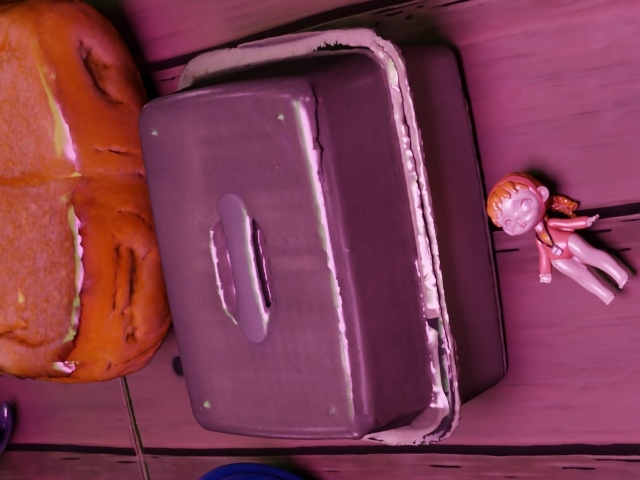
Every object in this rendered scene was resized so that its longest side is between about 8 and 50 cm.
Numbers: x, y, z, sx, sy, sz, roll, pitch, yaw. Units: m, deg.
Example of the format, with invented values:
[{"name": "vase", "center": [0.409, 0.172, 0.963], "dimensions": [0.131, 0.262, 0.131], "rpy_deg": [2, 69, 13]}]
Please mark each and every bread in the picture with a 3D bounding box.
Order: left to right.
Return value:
[{"name": "bread", "center": [-0.255, -0.049, 1.270], "dimensions": [0.337, 0.148, 0.327], "rpy_deg": [-2, 96, 44]}]

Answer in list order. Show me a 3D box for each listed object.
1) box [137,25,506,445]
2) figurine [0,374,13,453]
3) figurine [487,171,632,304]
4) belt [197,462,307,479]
[{"name": "box", "center": [0.000, 0.000, 1.034], "dimensions": [0.221, 0.166, 0.290], "rpy_deg": [-4, 100, 42]}, {"name": "figurine", "center": [-0.415, 0.182, 1.423], "dimensions": [0.175, 0.265, 0.197], "rpy_deg": [-57, 24, 23]}, {"name": "figurine", "center": [0.157, -0.002, 0.976], "dimensions": [0.109, 0.047, 0.064], "rpy_deg": [42, 119, 15]}, {"name": "belt", "center": [0.001, 0.327, 1.092], "dimensions": [0.347, 0.212, 0.117], "rpy_deg": [49, 127, 27]}]
